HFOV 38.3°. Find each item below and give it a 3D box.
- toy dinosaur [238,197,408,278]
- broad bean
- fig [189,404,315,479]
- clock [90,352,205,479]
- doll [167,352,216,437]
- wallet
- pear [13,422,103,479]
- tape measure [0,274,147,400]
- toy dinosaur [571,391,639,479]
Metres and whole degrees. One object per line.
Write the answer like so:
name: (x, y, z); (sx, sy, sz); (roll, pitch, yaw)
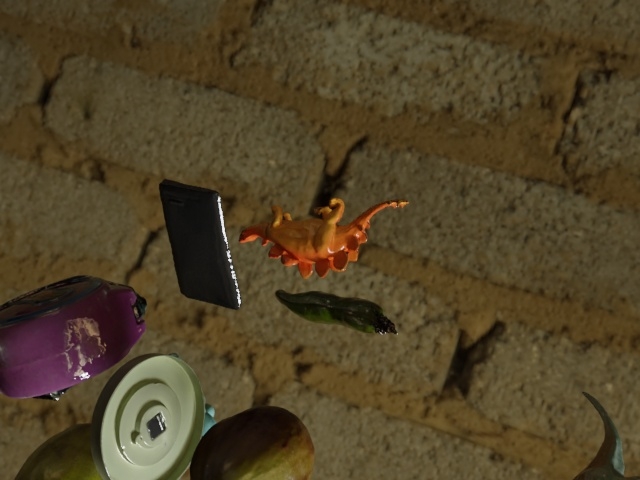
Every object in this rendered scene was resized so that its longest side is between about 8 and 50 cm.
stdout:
toy dinosaur: (0.000, 0.000, 1.364); (0.288, 0.117, 0.070); (-5, 167, 27)
broad bean: (0.031, 0.130, 1.703); (0.077, 0.061, 0.339); (11, 177, -41)
fig: (-0.105, 0.314, 1.203); (0.170, 0.145, 0.274); (-18, -178, 13)
clock: (-0.274, 0.301, 1.502); (0.029, 0.234, 0.235); (4, 168, 37)
doll: (-0.237, 0.297, 1.685); (0.159, 0.059, 0.158); (51, 167, 24)
wallet: (-0.206, 0.012, 1.584); (0.124, 0.244, 0.025); (12, -143, 26)
pear: (-0.532, 0.545, 2.016); (0.288, 0.375, 0.287); (6, 143, 5)
tape measure: (-0.392, 0.145, 1.411); (0.232, 0.149, 0.245); (-2, -161, 46)
toy dinosaur: (0.403, 0.345, 1.234); (0.206, 0.392, 0.092); (10, 137, -10)
